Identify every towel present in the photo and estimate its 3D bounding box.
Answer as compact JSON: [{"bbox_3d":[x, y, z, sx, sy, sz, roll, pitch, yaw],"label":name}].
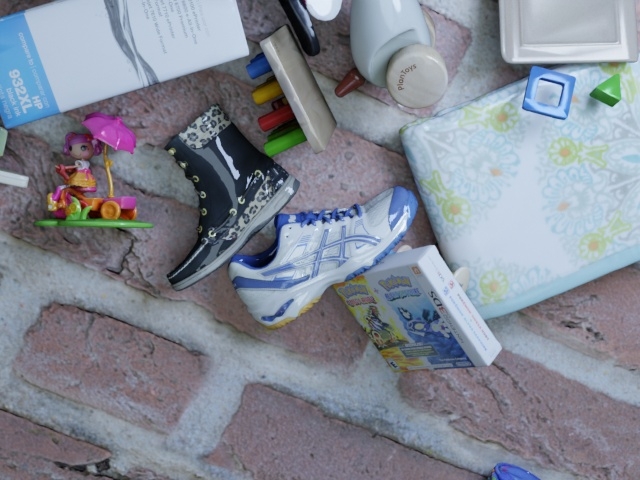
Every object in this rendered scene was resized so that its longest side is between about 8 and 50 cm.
[{"bbox_3d":[0.339,-0.086,1.327,0.374,0.090,0.321,-22,102,-1],"label":"towel"}]

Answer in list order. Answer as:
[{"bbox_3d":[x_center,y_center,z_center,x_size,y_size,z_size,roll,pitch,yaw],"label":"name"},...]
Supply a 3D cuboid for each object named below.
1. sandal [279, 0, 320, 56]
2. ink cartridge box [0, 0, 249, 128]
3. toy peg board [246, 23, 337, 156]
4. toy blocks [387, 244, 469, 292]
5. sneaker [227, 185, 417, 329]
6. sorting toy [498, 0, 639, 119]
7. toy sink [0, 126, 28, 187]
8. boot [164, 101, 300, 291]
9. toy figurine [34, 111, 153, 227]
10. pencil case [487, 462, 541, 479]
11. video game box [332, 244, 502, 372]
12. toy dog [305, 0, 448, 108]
[{"bbox_3d":[-0.036,-0.343,1.236,0.040,0.067,0.179,-30,111,-10],"label":"sandal"},{"bbox_3d":[-0.254,-0.257,1.144,0.307,0.223,0.129,-17,105,-2],"label":"ink cartridge box"},{"bbox_3d":[-0.054,-0.197,1.223,0.079,0.161,0.161,-24,105,14],"label":"toy peg board"},{"bbox_3d":[0.148,0.068,1.335,0.054,0.148,0.123,-41,137,-34],"label":"toy blocks"},{"bbox_3d":[0.000,0.000,1.293,0.296,0.112,0.131,-37,104,2],"label":"sneaker"},{"bbox_3d":[0.341,-0.331,1.253,0.195,0.047,0.348,0,81,-2],"label":"sorting toy"},{"bbox_3d":[-0.491,-0.161,1.157,0.234,0.152,0.131,13,92,-28],"label":"toy sink"},{"bbox_3d":[-0.169,-0.061,1.274,0.236,0.085,0.178,-43,102,-1],"label":"boot"},{"bbox_3d":[-0.317,-0.098,1.251,0.173,0.130,0.159,1,90,18],"label":"toy figurine"},{"bbox_3d":[0.262,0.508,1.437,0.133,0.119,0.306,24,99,-34],"label":"pencil case"},{"bbox_3d":[0.133,0.105,1.294,0.048,0.205,0.187,-43,106,-34],"label":"video game box"},{"bbox_3d":[0.039,-0.314,1.183,0.161,0.220,0.334,-25,102,16],"label":"toy dog"}]
